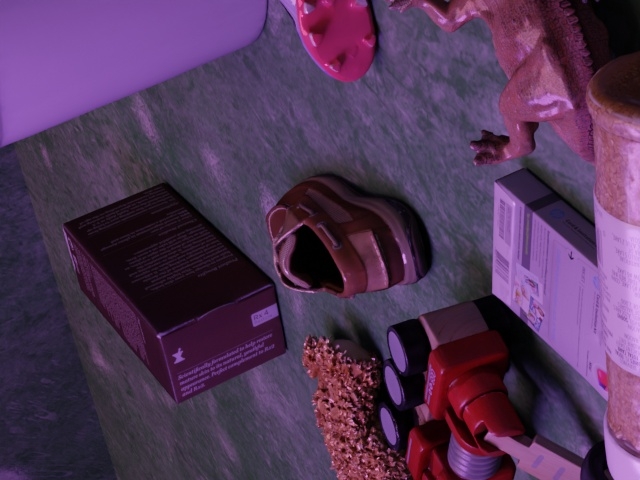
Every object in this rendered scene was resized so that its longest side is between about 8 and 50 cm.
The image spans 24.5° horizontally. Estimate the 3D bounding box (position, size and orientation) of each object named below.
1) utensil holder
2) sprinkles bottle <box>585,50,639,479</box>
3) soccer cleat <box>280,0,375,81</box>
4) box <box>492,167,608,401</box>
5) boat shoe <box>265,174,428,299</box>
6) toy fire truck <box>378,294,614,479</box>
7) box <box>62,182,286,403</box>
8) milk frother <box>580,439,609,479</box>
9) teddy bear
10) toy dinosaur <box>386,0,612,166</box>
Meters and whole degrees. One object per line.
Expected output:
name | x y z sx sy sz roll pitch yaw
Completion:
utensil holder | -0.299 -0.307 1.738 0.327 0.385 0.327 51 154 36
sprinkles bottle | 0.268 0.036 1.108 0.121 0.121 0.355 39 146 50
soccer cleat | -0.024 -0.271 1.496 0.248 0.083 0.095 54 173 -27
box | 0.225 0.042 1.336 0.186 0.038 0.145 47 153 42
boat shoe | 0.000 0.000 1.718 0.324 0.120 0.122 9 121 65
toy fire truck | 0.182 0.205 1.506 0.217 0.158 0.246 93 156 -50
box | -0.228 0.070 2.253 0.381 0.191 0.143 40 147 51
milk frother | 0.290 0.238 1.254 0.129 0.135 0.143 43 149 48
teddy bear | 0.052 0.274 1.907 0.245 0.113 0.338 23 133 64
toy dinosaur | 0.177 -0.161 1.129 0.200 0.127 0.295 -12 107 62
